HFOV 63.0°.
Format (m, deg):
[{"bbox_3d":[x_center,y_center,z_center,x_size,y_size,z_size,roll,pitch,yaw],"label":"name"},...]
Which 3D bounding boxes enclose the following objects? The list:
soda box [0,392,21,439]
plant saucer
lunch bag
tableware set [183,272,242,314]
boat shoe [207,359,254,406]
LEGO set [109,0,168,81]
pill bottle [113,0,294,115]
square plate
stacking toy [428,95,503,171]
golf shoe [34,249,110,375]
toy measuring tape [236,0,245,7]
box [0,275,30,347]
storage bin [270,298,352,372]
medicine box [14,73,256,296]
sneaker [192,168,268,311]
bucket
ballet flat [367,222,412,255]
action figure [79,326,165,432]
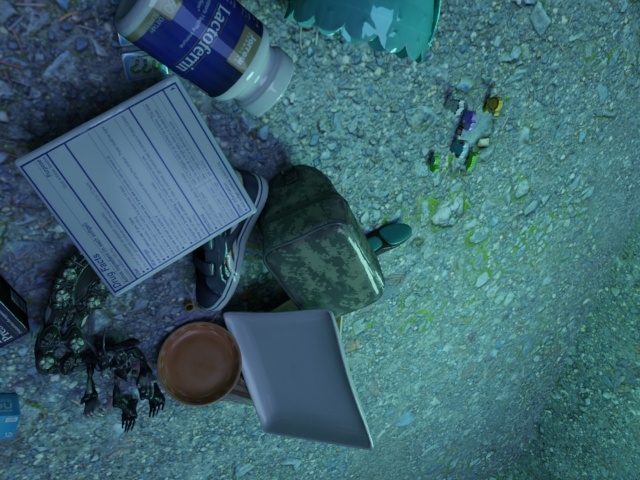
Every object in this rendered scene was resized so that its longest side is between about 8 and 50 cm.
[{"bbox_3d":[-0.726,0.356,1.043,0.210,0.071,0.067,13,111,-40],"label":"soda box"},{"bbox_3d":[-0.292,0.298,1.267,0.200,0.200,0.037,-26,176,-19],"label":"plant saucer"},{"bbox_3d":[0.000,0.000,1.193,0.212,0.256,0.305,-22,134,13],"label":"lunch bag"},{"bbox_3d":[-0.261,0.112,1.242,0.154,0.024,0.104,-45,135,-1],"label":"tableware set"},{"bbox_3d":[-0.197,0.361,1.395,0.324,0.123,0.116,16,107,-43],"label":"boat shoe"},{"bbox_3d":[-0.228,-0.375,0.909,0.244,0.060,0.182,-19,133,-25],"label":"LEGO set"},{"bbox_3d":[-0.179,-0.326,0.851,0.264,0.153,0.153,29,101,-38],"label":"pill bottle"},{"bbox_3d":[-0.054,0.316,1.238,0.049,0.344,0.347,-30,107,-49],"label":"square plate"},{"bbox_3d":[0.392,-0.285,1.416,0.167,0.052,0.221,-7,124,-32],"label":"stacking toy"},{"bbox_3d":[-0.499,0.125,1.035,0.105,0.120,0.273,26,80,-37],"label":"golf shoe"},{"bbox_3d":[-0.158,-0.522,0.797,0.121,0.121,0.330,-33,126,-13],"label":"toy measuring tape"},{"bbox_3d":[-0.663,0.098,0.893,0.184,0.103,0.261,-29,132,-13],"label":"box"},{"bbox_3d":[-0.011,0.273,1.398,0.260,0.123,0.262,-26,127,-47],"label":"storage bin"},{"bbox_3d":[-0.307,-0.099,0.910,0.289,0.149,0.263,-32,110,-9],"label":"medicine box"},{"bbox_3d":[-0.228,-0.003,1.118,0.127,0.126,0.321,11,102,-45],"label":"sneaker"},{"bbox_3d":[0.088,-0.450,0.944,0.281,0.281,0.183,2,115,-36],"label":"bucket"},{"bbox_3d":[0.165,0.009,1.452,0.203,0.074,0.074,-24,131,-29],"label":"ballet flat"},{"bbox_3d":[-0.446,0.321,1.175,0.164,0.141,0.276,-21,132,-7],"label":"action figure"}]
